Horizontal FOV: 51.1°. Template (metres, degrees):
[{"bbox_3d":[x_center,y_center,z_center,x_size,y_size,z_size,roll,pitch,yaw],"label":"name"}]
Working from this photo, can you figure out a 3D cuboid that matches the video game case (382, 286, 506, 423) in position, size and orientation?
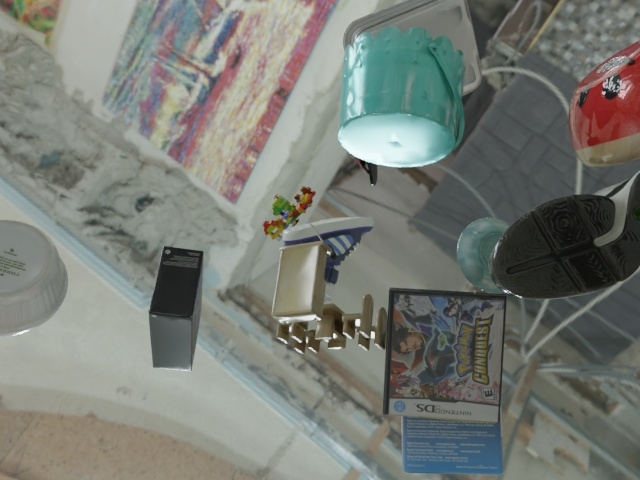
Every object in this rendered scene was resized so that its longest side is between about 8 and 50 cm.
[{"bbox_3d":[0.263,0.245,1.434,0.248,0.275,0.035,3,-178,5],"label":"video game case"}]

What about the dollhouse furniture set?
[{"bbox_3d":[0.007,0.131,1.463,0.242,0.212,0.161,45,-135,-49],"label":"dollhouse furniture set"}]

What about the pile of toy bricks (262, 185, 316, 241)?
[{"bbox_3d":[-0.115,-0.110,2.214,0.105,0.212,0.118,35,-148,-15],"label":"pile of toy bricks"}]

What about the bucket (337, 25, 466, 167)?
[{"bbox_3d":[0.164,-0.281,1.376,0.281,0.281,0.183,16,-109,-25],"label":"bucket"}]

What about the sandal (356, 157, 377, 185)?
[{"bbox_3d":[0.112,-0.228,1.737,0.067,0.040,0.179,-51,-53,-67],"label":"sandal"}]

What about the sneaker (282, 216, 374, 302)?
[{"bbox_3d":[0.032,0.060,1.995,0.322,0.237,0.130,-12,-172,-34],"label":"sneaker"}]

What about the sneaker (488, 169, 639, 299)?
[{"bbox_3d":[0.472,0.012,1.219,0.447,0.257,0.169,-23,-103,-15],"label":"sneaker"}]

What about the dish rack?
[{"bbox_3d":[0.242,-0.441,1.641,0.332,0.286,0.072,-25,-153,-8],"label":"dish rack"}]

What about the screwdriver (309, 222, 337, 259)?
[{"bbox_3d":[0.000,0.000,1.742,0.025,0.024,0.170,-29,-140,-11],"label":"screwdriver"}]

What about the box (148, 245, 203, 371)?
[{"bbox_3d":[-0.339,0.167,1.588,0.103,0.261,0.184,9,-128,-5],"label":"box"}]

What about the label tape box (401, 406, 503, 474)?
[{"bbox_3d":[0.334,0.417,1.732,0.249,0.348,0.115,-1,166,7],"label":"label tape box"}]

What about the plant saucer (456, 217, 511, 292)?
[{"bbox_3d":[0.439,0.034,1.680,0.194,0.195,0.037,28,165,-4],"label":"plant saucer"}]

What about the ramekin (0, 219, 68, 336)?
[{"bbox_3d":[-0.720,0.072,1.528,0.272,0.127,0.273,10,-129,-13],"label":"ramekin"}]

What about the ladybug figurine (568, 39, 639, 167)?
[{"bbox_3d":[0.611,-0.279,1.292,0.162,0.305,0.449,50,-169,-2],"label":"ladybug figurine"}]
